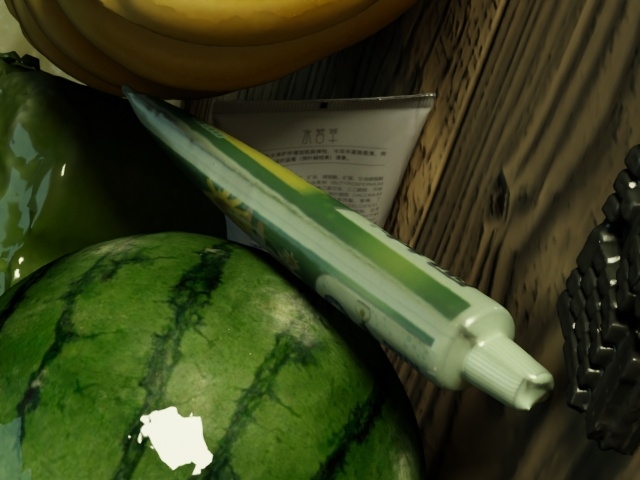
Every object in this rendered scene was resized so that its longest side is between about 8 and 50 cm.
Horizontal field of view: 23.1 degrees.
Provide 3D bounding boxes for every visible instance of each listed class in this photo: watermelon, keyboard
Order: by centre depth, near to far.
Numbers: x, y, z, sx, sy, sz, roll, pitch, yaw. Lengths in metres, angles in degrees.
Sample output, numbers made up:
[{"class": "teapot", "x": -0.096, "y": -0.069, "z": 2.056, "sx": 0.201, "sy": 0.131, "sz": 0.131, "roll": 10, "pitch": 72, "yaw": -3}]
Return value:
[{"class": "keyboard", "x": 0.094, "y": -0.032, "z": 0.365, "sx": 0.060, "sy": 0.018, "sz": 0.195, "roll": -97, "pitch": 19, "yaw": -47}, {"class": "watermelon", "x": -0.050, "y": 0.083, "z": 0.568, "sx": 0.214, "sy": 0.188, "sz": 0.188, "roll": -57, "pitch": -12, "yaw": -48}]

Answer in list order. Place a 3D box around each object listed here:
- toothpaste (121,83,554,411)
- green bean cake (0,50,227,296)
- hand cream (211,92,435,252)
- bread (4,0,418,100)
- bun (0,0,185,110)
[{"class": "toothpaste", "x": 0.000, "y": 0.000, "z": 0.524, "sx": 0.031, "sy": 0.049, "sz": 0.204, "roll": -49, "pitch": 50, "yaw": -7}, {"class": "green bean cake", "x": -0.150, "y": 0.069, "z": 0.825, "sx": 0.335, "sy": 0.218, "sz": 0.319, "roll": 27, "pitch": 99, "yaw": 54}, {"class": "hand cream", "x": -0.005, "y": -0.012, "z": 0.636, "sx": 0.142, "sy": 0.084, "sz": 0.053, "roll": 98, "pitch": 165, "yaw": -50}, {"class": "bread", "x": -0.035, "y": -0.123, "z": 0.609, "sx": 0.121, "sy": 0.173, "sz": 0.311, "roll": 63, "pitch": 170, "yaw": -11}, {"class": "bun", "x": -0.212, "y": -0.178, "z": 1.195, "sx": 0.365, "sy": 0.219, "sz": 0.365, "roll": -177, "pitch": 90, "yaw": -79}]
